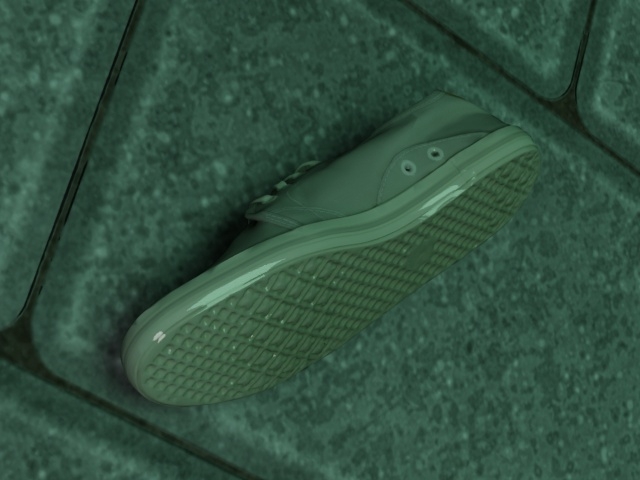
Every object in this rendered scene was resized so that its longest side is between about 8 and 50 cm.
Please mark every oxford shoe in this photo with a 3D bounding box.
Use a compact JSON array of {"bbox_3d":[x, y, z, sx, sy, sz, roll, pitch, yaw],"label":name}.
[{"bbox_3d":[0.000,0.000,1.478,0.449,0.169,0.130,-31,60,-32],"label":"oxford shoe"}]
